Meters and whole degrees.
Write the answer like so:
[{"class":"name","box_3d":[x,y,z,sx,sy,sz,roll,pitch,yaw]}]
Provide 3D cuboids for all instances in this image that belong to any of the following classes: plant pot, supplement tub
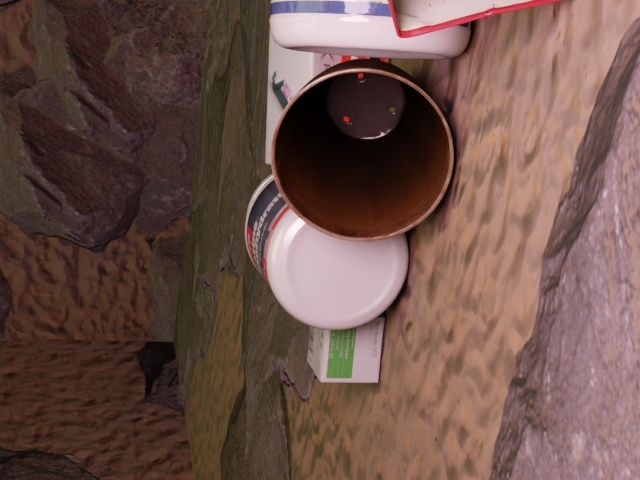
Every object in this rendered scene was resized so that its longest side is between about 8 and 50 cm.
[{"class":"plant pot","box_3d":[0.053,-0.141,1.693,0.230,0.215,0.215,-84,2,-67]},{"class":"supplement tub","box_3d":[0.000,0.000,1.864,0.272,0.191,0.191,-133,47,-72]},{"class":"supplement tub","box_3d":[0.065,-0.378,1.552,0.235,0.235,0.325,-157,69,-76]}]

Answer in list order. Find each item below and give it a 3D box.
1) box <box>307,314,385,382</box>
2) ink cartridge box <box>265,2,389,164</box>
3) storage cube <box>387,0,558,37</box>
[{"class":"box","box_3d":[0.035,0.141,1.917,0.102,0.087,0.101,-133,47,-71]},{"class":"ink cartridge box","box_3d":[0.008,-0.249,1.995,0.239,0.060,0.275,1,89,57]},{"class":"storage cube","box_3d":[0.130,-0.339,1.265,0.215,0.183,0.193,70,-171,-50]}]
